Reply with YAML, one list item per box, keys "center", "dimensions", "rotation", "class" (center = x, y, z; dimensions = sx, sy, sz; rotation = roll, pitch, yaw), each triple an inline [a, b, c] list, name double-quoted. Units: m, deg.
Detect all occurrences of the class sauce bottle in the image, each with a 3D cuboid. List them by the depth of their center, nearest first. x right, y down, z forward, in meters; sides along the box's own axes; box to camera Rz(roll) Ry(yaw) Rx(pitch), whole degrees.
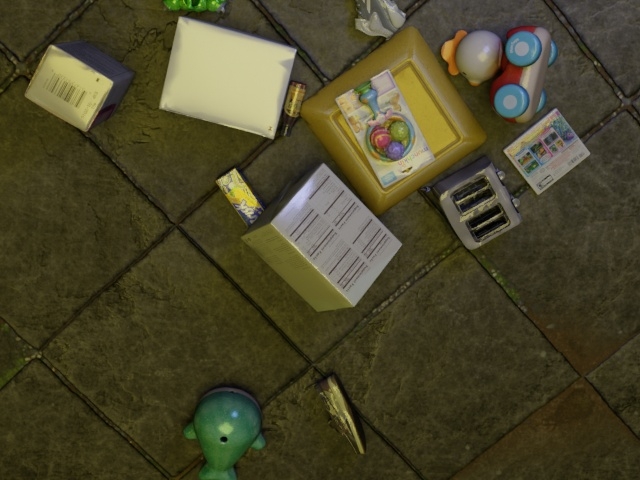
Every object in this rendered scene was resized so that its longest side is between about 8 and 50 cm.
- center: [-0.066, -0.305, 1.818]
  dimensions: [0.042, 0.042, 0.128]
  rotation: [13, 106, -5]
  class: "sauce bottle"

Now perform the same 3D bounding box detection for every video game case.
- center: [0.539, -0.212, 1.871]
  dimensions: [0.157, 0.019, 0.143]
  rotation: [-39, 103, 10]
  class: "video game case"

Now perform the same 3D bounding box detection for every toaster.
- center: [0.363, -0.087, 1.854]
  dimensions: [0.185, 0.110, 0.168]
  rotation: [-29, 104, 7]
  class: "toaster"

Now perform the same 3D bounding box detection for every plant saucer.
- center: [0.173, -0.266, 1.815]
  dimensions: [0.332, 0.081, 0.333]
  rotation: [-35, 103, 8]
  class: "plant saucer"

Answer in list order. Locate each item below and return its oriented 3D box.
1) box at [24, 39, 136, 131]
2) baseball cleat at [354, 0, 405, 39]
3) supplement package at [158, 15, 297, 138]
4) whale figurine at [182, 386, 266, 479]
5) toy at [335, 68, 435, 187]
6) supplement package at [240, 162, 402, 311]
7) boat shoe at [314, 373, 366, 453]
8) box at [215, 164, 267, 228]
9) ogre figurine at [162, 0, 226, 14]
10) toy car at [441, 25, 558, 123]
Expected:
- center: [-0.514, -0.339, 1.697]
  dimensions: [0.148, 0.232, 0.127]
  rotation: [31, 103, -9]
  class: "box"
- center: [0.093, -0.533, 1.742]
  dimensions: [0.206, 0.072, 0.109]
  rotation: [43, 107, -8]
  class: "baseball cleat"
- center: [-0.201, -0.365, 1.744]
  dimensions: [0.261, 0.145, 0.204]
  rotation: [14, 105, -6]
  class: "supplement package"
- center: [-0.247, 0.514, 1.994]
  dimensions: [0.216, 0.141, 0.272]
  rotation: [11, 106, -5]
  class: "whale figurine"
- center: [0.148, -0.243, 1.750]
  dimensions: [0.136, 0.056, 0.237]
  rotation: [-28, 105, 8]
  class: "toy"
- center: [0.000, 0.000, 1.790]
  dimensions: [0.262, 0.199, 0.198]
  rotation: [45, 67, -12]
  class: "supplement package"
- center: [0.052, 0.454, 2.021]
  dimensions: [0.073, 0.080, 0.224]
  rotation: [-21, 100, 10]
  class: "boat shoe"
- center: [-0.178, -0.093, 1.868]
  dimensions: [0.059, 0.054, 0.169]
  rotation: [-32, 105, 8]
  class: "box"
- center: [-0.278, -0.559, 1.714]
  dimensions: [0.196, 0.097, 0.118]
  rotation: [2, 94, -13]
  class: "ogre figurine"
- center: [0.381, -0.384, 1.754]
  dimensions: [0.237, 0.219, 0.211]
  rotation: [17, 108, 24]
  class: "toy car"
